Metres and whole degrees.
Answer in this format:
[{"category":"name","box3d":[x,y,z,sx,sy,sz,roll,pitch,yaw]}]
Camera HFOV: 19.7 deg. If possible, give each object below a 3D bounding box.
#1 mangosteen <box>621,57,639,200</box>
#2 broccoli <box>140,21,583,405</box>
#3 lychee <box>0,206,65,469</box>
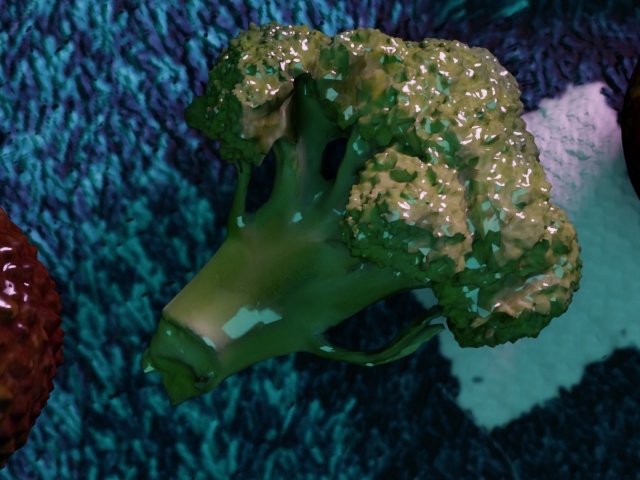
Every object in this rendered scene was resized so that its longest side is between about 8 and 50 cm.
[{"category":"mangosteen","box3d":[0.309,-0.086,1.232,0.192,0.217,0.192,18,54,-27]},{"category":"broccoli","box3d":[0.015,-0.023,1.229,0.302,0.186,0.254,-16,106,-10]},{"category":"lychee","box3d":[-0.291,0.056,1.183,0.236,0.271,0.236,-9,59,16]}]
